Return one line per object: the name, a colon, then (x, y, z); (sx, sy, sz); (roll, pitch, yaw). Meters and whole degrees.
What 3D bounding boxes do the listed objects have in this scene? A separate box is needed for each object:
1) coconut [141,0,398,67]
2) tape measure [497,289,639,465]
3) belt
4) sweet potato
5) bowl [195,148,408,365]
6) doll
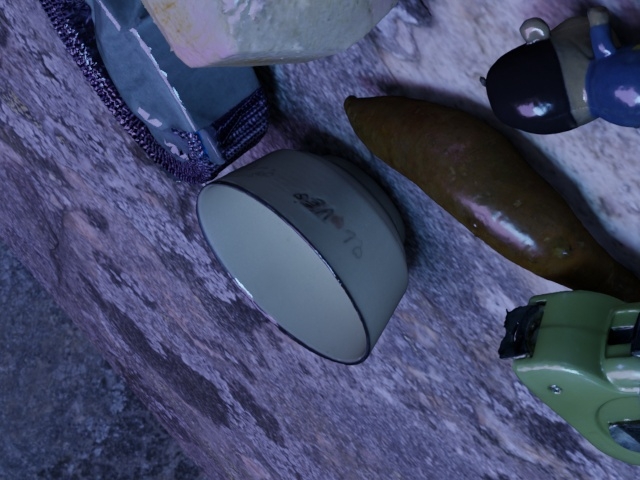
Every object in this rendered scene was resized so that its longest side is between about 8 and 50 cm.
coconut: (-0.045, -0.231, 1.026); (0.237, 0.197, 0.237); (41, 161, 17)
tape measure: (0.264, 0.118, 1.117); (0.175, 0.106, 0.200); (-11, 136, 41)
belt: (-0.177, -0.206, 1.426); (0.260, 0.122, 0.325); (22, 145, 60)
sweet potato: (0.148, -0.037, 1.172); (0.346, 0.079, 0.108); (39, -174, 16)
bowl: (0.000, 0.000, 1.433); (0.237, 0.126, 0.238); (40, 158, 20)
doll: (0.189, -0.113, 0.958); (0.179, 0.089, 0.102); (-1, 132, 32)
